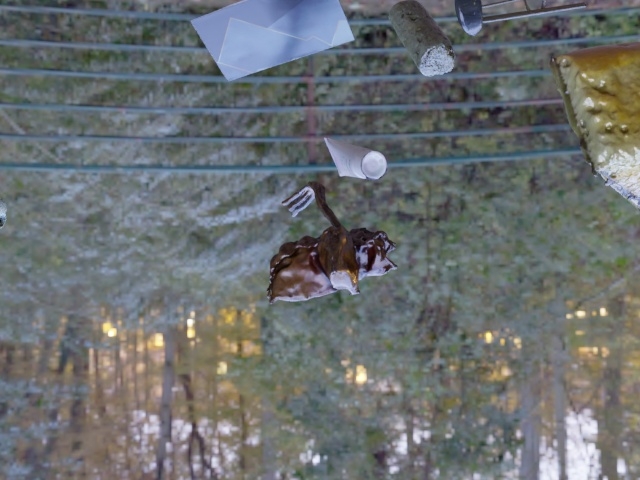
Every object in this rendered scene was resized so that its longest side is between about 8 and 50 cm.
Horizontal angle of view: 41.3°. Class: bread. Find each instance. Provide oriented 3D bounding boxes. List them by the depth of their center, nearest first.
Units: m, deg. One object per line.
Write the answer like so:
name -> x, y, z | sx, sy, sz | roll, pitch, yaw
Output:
bread -> 0.410, -0.160, 1.083 | 0.162, 0.204, 0.262 | -31, 152, 28

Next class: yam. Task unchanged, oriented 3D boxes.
yam -> 0.187, -0.375, 1.563 | 0.078, 0.179, 0.078 | -11, 136, -11

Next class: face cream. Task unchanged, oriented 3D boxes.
face cream -> 0.065, -0.165, 1.737 | 0.058, 0.092, 0.243 | -25, -164, -13

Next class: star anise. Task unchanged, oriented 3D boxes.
star anise -> 0.002, 0.008, 1.448 | 0.237, 0.148, 0.346 | -20, -150, -5

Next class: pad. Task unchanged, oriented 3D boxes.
pad -> -0.078, -0.355, 1.431 | 0.243, 0.004, 0.164 | -16, 147, 12

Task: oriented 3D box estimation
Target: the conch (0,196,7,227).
conch -> -0.632, -0.051, 1.593 | 0.085, 0.076, 0.056 | -3, -179, -42

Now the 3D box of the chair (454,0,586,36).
chair -> 0.303, -0.390, 1.364 | 0.221, 0.104, 0.095 | -16, 180, -13
